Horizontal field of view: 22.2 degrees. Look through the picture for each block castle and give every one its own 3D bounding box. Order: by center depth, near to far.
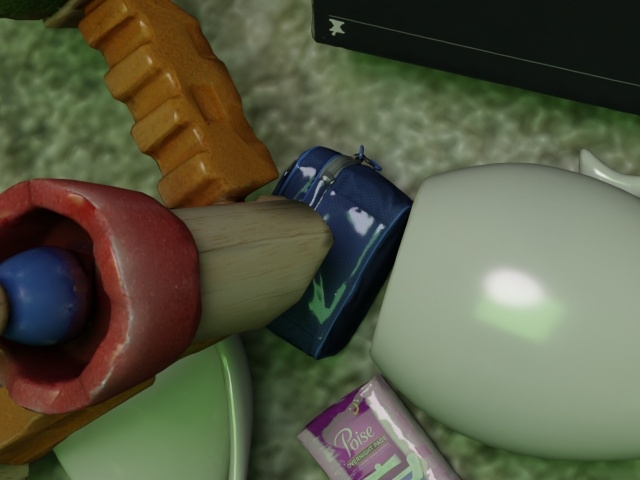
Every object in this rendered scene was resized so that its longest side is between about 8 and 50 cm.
[{"bbox_3d":[-0.230,-0.096,0.711,0.303,0.213,0.453,-33,77,32],"label":"block castle"}]

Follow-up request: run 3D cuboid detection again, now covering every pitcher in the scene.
[{"bbox_3d":[0.139,0.018,0.724,0.207,0.125,0.178,16,73,4],"label":"pitcher"}]

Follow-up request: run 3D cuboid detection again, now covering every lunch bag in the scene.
[{"bbox_3d":[0.000,0.000,0.776,0.065,0.067,0.098,31,95,12],"label":"lunch bag"}]

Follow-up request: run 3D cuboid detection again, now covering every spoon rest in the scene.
[{"bbox_3d":[-0.053,0.124,0.773,0.137,0.084,0.276,-40,81,36],"label":"spoon rest"}]

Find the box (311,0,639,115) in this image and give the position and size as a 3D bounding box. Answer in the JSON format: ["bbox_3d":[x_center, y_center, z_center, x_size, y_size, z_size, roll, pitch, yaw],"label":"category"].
[{"bbox_3d":[0.129,-0.150,0.676,0.261,0.184,0.103,15,52,14],"label":"box"}]

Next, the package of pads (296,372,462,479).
[{"bbox_3d":[0.033,0.110,0.786,0.050,0.032,0.083,-39,81,9],"label":"package of pads"}]
